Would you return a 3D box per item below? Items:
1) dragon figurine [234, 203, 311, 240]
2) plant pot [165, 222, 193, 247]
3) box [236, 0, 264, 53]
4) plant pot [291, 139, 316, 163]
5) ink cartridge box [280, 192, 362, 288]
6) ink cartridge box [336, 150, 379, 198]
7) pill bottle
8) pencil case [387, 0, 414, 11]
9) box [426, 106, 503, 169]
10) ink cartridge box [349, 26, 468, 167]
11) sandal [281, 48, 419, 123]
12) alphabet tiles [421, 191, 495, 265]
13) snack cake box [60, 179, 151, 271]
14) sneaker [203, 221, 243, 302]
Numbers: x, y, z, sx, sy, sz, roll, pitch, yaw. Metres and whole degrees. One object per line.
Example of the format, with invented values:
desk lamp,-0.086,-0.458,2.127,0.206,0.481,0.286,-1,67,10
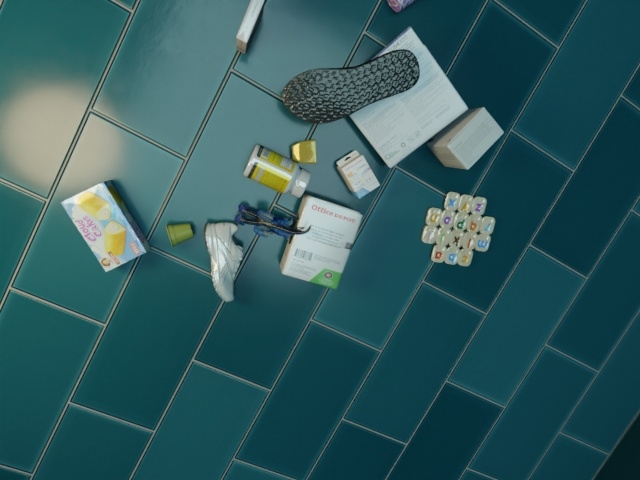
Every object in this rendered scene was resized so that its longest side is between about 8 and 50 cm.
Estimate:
dragon figurine,-0.172,-0.055,1.465,0.144,0.289,0.085,9,99,-48
plant pot,-0.484,-0.026,1.494,0.079,0.083,0.084,-18,106,-19
box,-0.215,-0.664,1.329,0.038,0.186,0.145,23,98,-14
plant pot,-0.056,-0.306,1.496,0.083,0.081,0.081,-3,104,0
ink cartridge box,0.000,0.000,1.552,0.211,0.121,0.289,18,99,-13
ink cartridge box,0.128,-0.236,1.536,0.092,0.090,0.143,-33,107,-1
pill bottle,-0.146,-0.232,1.476,0.208,0.119,0.119,24,98,-14
pencil case,0.311,-0.850,1.430,0.206,0.086,0.088,-37,72,-2
box,0.503,-0.358,1.524,0.119,0.181,0.182,43,93,-16
ink cartridge box,0.269,-0.474,1.469,0.324,0.071,0.330,-36,103,19
sandal,0.096,-0.492,1.403,0.445,0.107,0.168,-14,110,-1
alphabet tiles,0.536,-0.043,1.686,0.283,0.021,0.278,8,101,-11
snack cake box,-0.706,-0.049,1.439,0.152,0.089,0.265,-27,106,-3
sneaker,-0.330,0.076,1.526,0.129,0.111,0.298,-9,105,-13
